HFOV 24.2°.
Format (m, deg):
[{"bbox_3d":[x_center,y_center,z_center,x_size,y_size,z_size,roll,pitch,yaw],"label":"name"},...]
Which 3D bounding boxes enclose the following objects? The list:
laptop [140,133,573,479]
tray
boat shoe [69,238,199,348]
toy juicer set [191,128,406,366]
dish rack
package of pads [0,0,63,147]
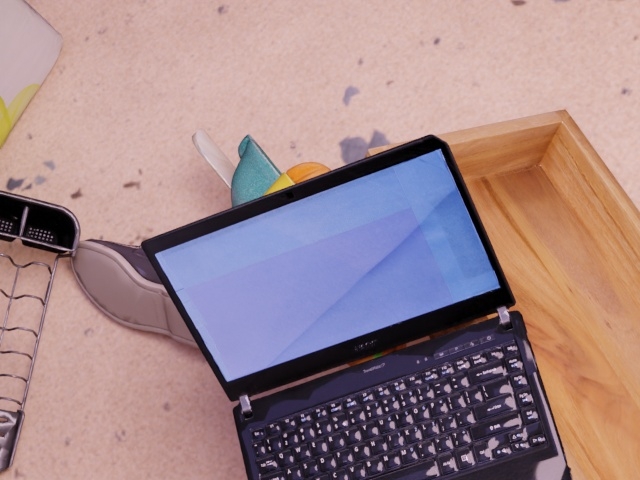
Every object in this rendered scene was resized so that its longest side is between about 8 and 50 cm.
[{"bbox_3d":[0.028,0.100,1.045,0.234,0.136,0.264,-20,65,13],"label":"laptop"},{"bbox_3d":[0.205,0.083,1.169,0.203,0.076,0.411,-13,56,-27],"label":"tray"},{"bbox_3d":[-0.151,0.043,1.409,0.206,0.075,0.065,21,36,33],"label":"boat shoe"},{"bbox_3d":[0.000,0.000,1.248,0.089,0.209,0.329,-40,20,1],"label":"toy juicer set"},{"bbox_3d":[-0.354,0.083,1.393,0.208,0.074,0.271,14,79,-11],"label":"dish rack"},{"bbox_3d":[-0.402,-0.140,1.477,0.101,0.229,0.296,28,83,26],"label":"package of pads"}]
